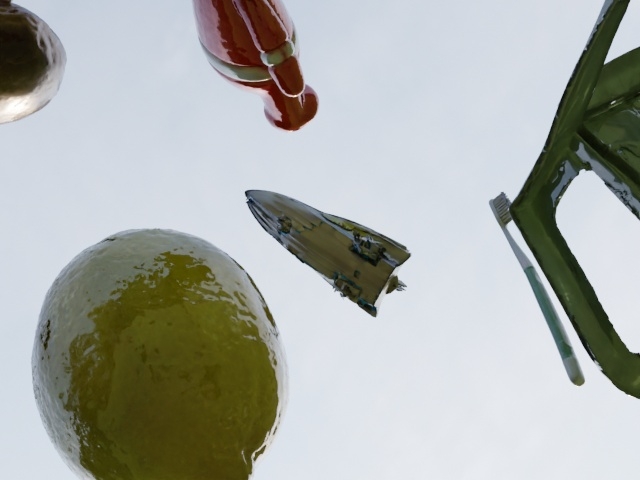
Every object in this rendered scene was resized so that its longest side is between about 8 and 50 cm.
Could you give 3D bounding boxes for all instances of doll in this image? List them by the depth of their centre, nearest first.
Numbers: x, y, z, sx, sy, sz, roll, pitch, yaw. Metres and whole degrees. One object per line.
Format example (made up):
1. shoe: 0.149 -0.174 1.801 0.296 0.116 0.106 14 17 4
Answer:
1. doll: -0.078 -0.241 1.377 0.105 0.200 0.336 -31 -41 -8

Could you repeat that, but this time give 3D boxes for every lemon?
1. lemon: -0.146 0.115 1.446 0.236 0.263 0.235 -6 -64 -13

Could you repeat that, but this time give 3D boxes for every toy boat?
1. toy boat: 0.000 0.000 1.733 0.084 0.210 0.066 -63 -19 16

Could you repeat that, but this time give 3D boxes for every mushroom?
1. mushroom: -0.157 -0.103 0.755 0.088 0.072 0.129 19 -63 -18

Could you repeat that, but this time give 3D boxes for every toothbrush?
1. toothbrush: 0.217 0.045 1.609 0.024 0.257 0.018 -40 -46 24

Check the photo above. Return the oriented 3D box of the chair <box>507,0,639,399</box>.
1. chair: 0.247 -0.041 0.986 0.203 0.190 0.274 -24 -19 -22
